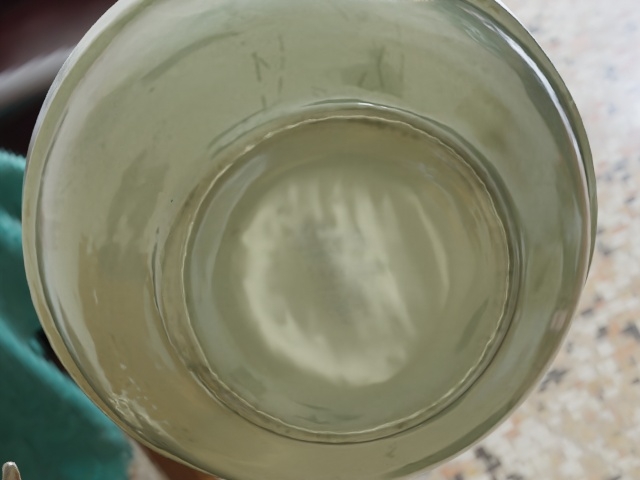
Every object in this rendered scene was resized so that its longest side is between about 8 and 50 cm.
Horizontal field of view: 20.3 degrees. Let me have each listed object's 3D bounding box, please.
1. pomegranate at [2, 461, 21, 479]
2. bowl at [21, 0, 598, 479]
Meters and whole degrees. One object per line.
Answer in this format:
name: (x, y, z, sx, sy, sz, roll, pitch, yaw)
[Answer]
pomegranate: (-0.222, 0.360, 1.493, 0.323, 0.290, 0.291, 23, 59, 30)
bowl: (0.000, 0.000, 0.908, 0.307, 0.307, 0.163, -30, 16, 2)
